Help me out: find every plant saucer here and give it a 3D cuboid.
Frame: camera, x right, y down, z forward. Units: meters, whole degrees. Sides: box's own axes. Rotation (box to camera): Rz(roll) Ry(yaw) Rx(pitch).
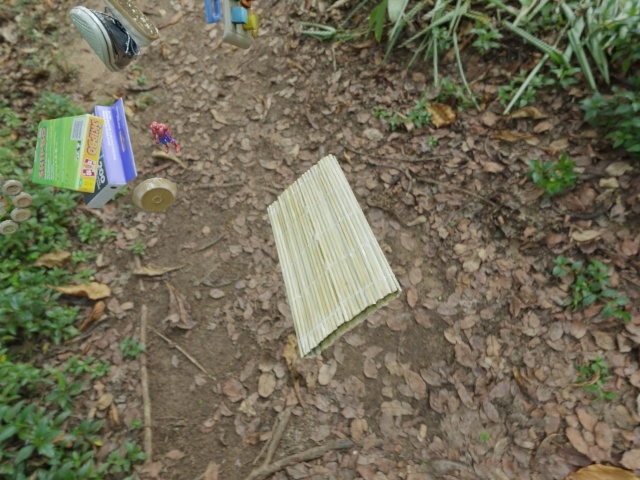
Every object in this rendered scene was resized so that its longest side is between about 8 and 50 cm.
[{"bbox_3d":[-0.313,-0.082,0.763,0.084,0.083,0.015,-34,57,-2],"label":"plant saucer"}]

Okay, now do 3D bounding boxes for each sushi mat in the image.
[{"bbox_3d":[0.000,0.000,0.582,0.151,0.019,0.316,-39,40,18],"label":"sushi mat"}]

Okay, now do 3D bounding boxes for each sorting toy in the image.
[{"bbox_3d":[-0.201,-0.605,1.025,0.047,0.195,0.347,8,20,8],"label":"sorting toy"}]

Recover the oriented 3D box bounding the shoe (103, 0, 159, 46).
[{"bbox_3d":[-0.494,-0.576,0.971,0.058,0.219,0.076,-15,36,37],"label":"shoe"}]

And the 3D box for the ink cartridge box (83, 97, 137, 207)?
[{"bbox_3d":[-0.530,-0.210,0.972,0.208,0.045,0.206,-23,78,36],"label":"ink cartridge box"}]

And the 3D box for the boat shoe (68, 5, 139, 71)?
[{"bbox_3d":[-0.745,-0.719,1.416,0.156,0.186,0.500,-36,21,-8],"label":"boat shoe"}]

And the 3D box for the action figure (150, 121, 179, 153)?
[{"bbox_3d":[-0.323,-0.212,0.826,0.038,0.115,0.030,0,74,-2],"label":"action figure"}]

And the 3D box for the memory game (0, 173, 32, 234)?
[{"bbox_3d":[-0.697,-0.062,0.819,0.186,0.186,0.012,-43,65,-8],"label":"memory game"}]

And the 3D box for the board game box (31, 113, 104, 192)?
[{"bbox_3d":[-0.467,-0.158,0.726,0.260,0.039,0.124,11,92,38],"label":"board game box"}]
